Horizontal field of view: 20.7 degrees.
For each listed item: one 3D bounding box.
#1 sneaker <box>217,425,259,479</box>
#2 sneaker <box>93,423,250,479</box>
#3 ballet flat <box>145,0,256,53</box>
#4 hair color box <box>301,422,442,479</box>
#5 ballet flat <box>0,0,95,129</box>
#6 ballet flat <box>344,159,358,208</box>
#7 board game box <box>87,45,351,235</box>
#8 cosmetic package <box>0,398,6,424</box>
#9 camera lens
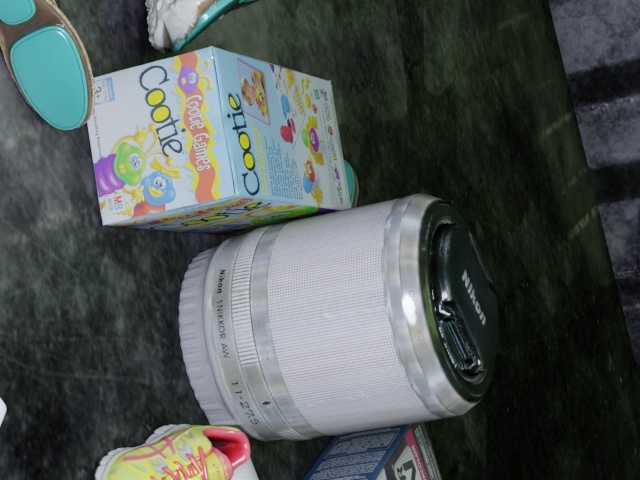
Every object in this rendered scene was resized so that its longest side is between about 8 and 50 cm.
[{"bbox_3d":[-0.064,0.290,1.661,0.090,0.094,0.235,17,62,-63],"label":"sneaker"},{"bbox_3d":[-0.128,0.208,1.547,0.208,0.094,0.081,-42,120,-63],"label":"sneaker"},{"bbox_3d":[-0.111,-0.296,1.832,0.409,0.147,0.147,-47,123,-67],"label":"ballet flat"},{"bbox_3d":[0.040,0.335,1.869,0.347,0.105,0.174,-46,121,-63],"label":"hair color box"},{"bbox_3d":[-0.247,-0.192,1.498,0.067,0.073,0.206,-94,164,-56],"label":"ballet flat"},{"bbox_3d":[0.000,0.000,2.010,0.068,0.072,0.213,95,3,-51],"label":"ballet flat"},{"bbox_3d":[-0.095,-0.089,1.706,0.275,0.142,0.144,6,74,-67],"label":"board game box"},{"bbox_3d":[-0.314,0.130,1.069,0.184,0.151,0.151,-75,147,-46],"label":"cosmetic package"},{"bbox_3d":[0.025,0.080,1.736,0.219,0.274,0.219,-12,90,-67],"label":"camera lens"}]
